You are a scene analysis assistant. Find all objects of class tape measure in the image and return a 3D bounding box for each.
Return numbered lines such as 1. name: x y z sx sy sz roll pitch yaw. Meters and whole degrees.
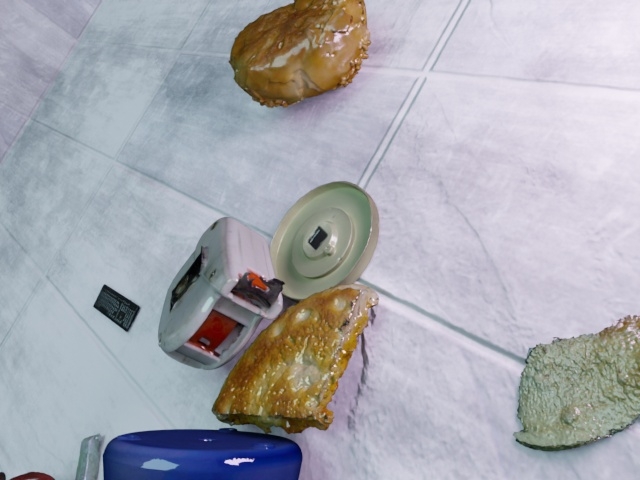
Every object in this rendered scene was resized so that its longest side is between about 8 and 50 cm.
1. tape measure: -0.182 0.093 1.015 0.265 0.130 0.258 -50 27 15

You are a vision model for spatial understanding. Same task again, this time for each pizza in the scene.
1. pizza: -0.032 0.203 0.877 0.335 0.086 0.226 -41 38 10

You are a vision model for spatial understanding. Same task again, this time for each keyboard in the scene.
1. keyboard: -0.491 0.157 1.382 0.202 0.011 0.067 17 78 46

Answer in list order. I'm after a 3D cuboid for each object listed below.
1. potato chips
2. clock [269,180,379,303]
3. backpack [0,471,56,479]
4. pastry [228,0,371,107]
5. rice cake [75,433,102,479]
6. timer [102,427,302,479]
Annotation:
1. potato chips: 0.301 0.160 0.663 0.142 0.026 0.209 35 93 44
2. clock: 0.000 0.000 1.023 0.235 0.029 0.235 -22 53 31
3. backpack: -0.577 0.560 1.122 0.229 0.138 0.229 0 90 52
4. pastry: -0.032 -0.390 1.193 0.310 0.162 0.255 -17 47 24
5. rice cake: -0.470 0.491 1.143 0.043 0.034 0.211 -24 51 28
6. timer: -0.165 0.459 0.767 0.270 0.270 0.384 -8 74 39
